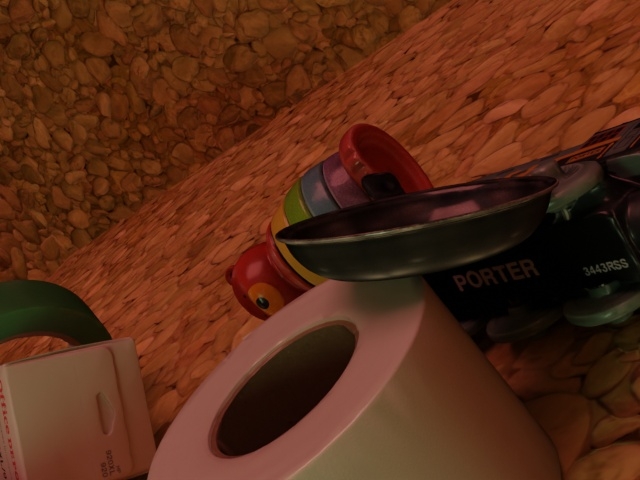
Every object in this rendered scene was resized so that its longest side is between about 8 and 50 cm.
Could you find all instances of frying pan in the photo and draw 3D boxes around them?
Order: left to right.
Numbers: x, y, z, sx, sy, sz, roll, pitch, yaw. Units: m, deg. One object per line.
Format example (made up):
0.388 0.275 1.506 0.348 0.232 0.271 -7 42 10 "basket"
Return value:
0.040 -0.014 0.660 0.197 0.053 0.326 -15 7 -23 "frying pan"

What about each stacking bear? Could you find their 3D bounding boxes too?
0.000 0.000 1.112 0.289 0.175 0.164 -41 17 24 "stacking bear"

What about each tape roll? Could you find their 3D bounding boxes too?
-0.459 0.212 1.263 0.321 0.321 0.077 -43 50 -9 "tape roll"
0.023 0.157 0.616 0.246 0.169 0.246 -36 16 12 "tape roll"

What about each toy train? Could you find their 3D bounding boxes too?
0.190 -0.006 0.764 0.190 0.142 0.334 -37 10 -36 "toy train"

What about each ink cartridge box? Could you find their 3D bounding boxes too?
-0.343 0.231 1.103 0.168 0.171 0.232 -10 -6 -39 "ink cartridge box"
